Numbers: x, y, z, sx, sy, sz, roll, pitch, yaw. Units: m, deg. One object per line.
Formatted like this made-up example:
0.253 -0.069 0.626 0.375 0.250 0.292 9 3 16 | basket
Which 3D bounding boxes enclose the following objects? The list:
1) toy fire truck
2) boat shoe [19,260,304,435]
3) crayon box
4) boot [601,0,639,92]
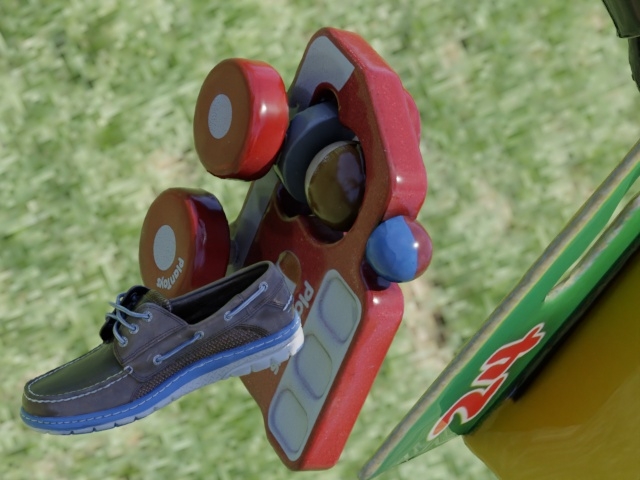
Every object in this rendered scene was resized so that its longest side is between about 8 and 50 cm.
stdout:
0.000 0.000 1.587 0.169 0.302 0.254 6 31 -35 | toy fire truck
-0.102 0.061 1.214 0.183 0.066 0.066 -21 114 -20 | boat shoe
0.168 -0.006 0.525 0.081 0.202 0.318 48 30 21 | crayon box
0.103 -0.133 0.824 0.260 0.348 0.131 64 30 -29 | boot
